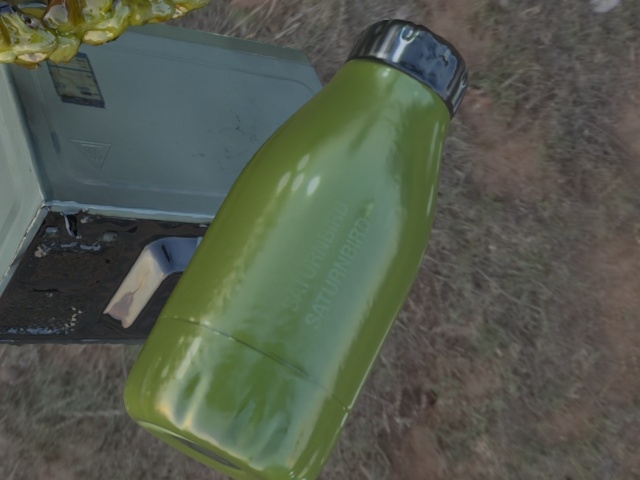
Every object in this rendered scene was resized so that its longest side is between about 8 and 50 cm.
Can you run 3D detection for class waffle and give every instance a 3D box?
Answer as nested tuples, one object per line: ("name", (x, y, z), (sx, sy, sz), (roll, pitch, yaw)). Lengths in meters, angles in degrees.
("waffle", (-0.216, -0.181, 0.788), (0.243, 0.238, 0.059), (-27, 130, -40))

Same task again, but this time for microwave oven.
("microwave oven", (-0.160, -0.044, 1.047), (0.355, 0.286, 0.218), (3, 139, -38))

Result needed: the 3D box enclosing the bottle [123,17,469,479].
("bottle", (0.000, 0.000, 0.599), (0.112, 0.112, 0.260), (31, 72, -10))
